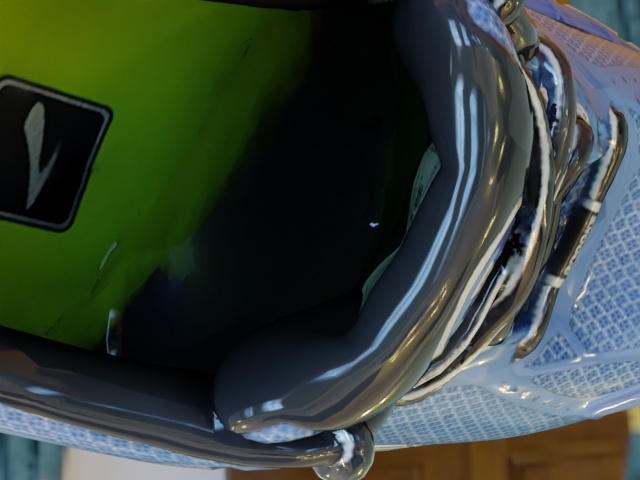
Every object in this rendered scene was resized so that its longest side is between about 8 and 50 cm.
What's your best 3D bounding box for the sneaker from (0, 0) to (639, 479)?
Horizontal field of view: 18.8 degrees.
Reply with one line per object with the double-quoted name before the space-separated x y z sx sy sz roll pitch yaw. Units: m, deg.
"sneaker" 0.000 0.000 0.386 0.330 0.130 0.147 6 -168 -42
